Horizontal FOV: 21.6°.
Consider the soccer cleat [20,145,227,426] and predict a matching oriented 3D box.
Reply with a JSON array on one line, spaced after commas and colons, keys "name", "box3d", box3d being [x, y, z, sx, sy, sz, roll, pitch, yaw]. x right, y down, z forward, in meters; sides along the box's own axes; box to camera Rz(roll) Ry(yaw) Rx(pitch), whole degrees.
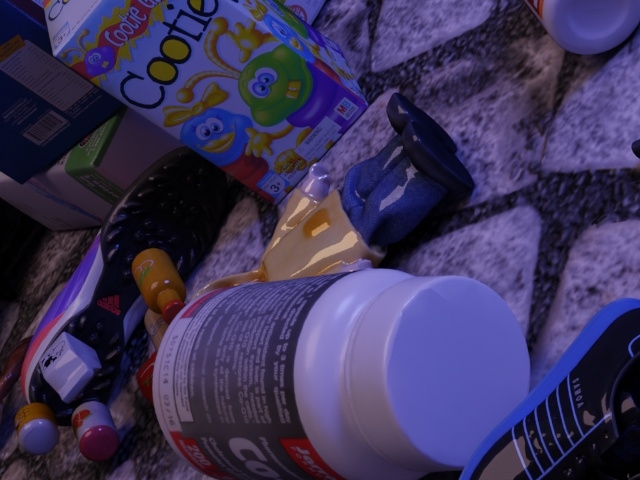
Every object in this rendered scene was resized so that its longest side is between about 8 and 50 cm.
[{"name": "soccer cleat", "box3d": [-0.211, 0.036, 1.716, 0.318, 0.109, 0.116, -59, 26, -1]}]

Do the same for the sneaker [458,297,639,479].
[{"name": "sneaker", "box3d": [0.166, 0.141, 1.085, 0.232, 0.081, 0.090, -56, 23, -2]}]

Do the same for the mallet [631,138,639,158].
[{"name": "mallet", "box3d": [0.285, -0.108, 1.175, 0.190, 0.062, 0.039, -27, 39, 41]}]

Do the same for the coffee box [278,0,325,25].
[{"name": "coffee box", "box3d": [-0.145, -0.441, 1.852, 0.338, 0.334, 0.338, 12, 71, 59]}]

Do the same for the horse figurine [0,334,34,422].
[{"name": "horse figurine", "box3d": [-0.402, 0.204, 1.863, 0.263, 0.066, 0.174, -48, 25, 19]}]

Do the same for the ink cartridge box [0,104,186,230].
[{"name": "ink cartridge box", "box3d": [-0.243, -0.129, 1.906, 0.278, 0.117, 0.201, -4, 57, 54]}]

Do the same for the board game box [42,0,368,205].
[{"name": "board game box", "box3d": [-0.112, -0.182, 1.609, 0.144, 0.275, 0.142, -47, 31, 16]}]

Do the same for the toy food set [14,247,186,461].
[{"name": "toy food set", "box3d": [-0.187, 0.133, 1.572, 0.232, 0.111, 0.104, -48, 30, 8]}]

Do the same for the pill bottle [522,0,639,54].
[{"name": "pill bottle", "box3d": [0.203, -0.222, 1.382, 0.086, 0.086, 0.152, -47, 32, 16]}]

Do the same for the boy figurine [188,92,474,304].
[{"name": "boy figurine", "box3d": [0.000, 0.000, 1.458, 0.285, 0.092, 0.177, -41, 36, 19]}]

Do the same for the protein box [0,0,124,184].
[{"name": "protein box", "box3d": [-0.327, -0.202, 1.777, 0.200, 0.201, 0.136, -34, 37, 31]}]

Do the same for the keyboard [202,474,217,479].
[{"name": "keyboard", "box3d": [-0.033, 0.226, 1.357, 0.072, 0.014, 0.256, -54, 30, 4]}]

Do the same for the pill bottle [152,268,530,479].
[{"name": "pill bottle", "box3d": [0.011, 0.105, 1.264, 0.283, 0.161, 0.161, -9, 54, 52]}]
